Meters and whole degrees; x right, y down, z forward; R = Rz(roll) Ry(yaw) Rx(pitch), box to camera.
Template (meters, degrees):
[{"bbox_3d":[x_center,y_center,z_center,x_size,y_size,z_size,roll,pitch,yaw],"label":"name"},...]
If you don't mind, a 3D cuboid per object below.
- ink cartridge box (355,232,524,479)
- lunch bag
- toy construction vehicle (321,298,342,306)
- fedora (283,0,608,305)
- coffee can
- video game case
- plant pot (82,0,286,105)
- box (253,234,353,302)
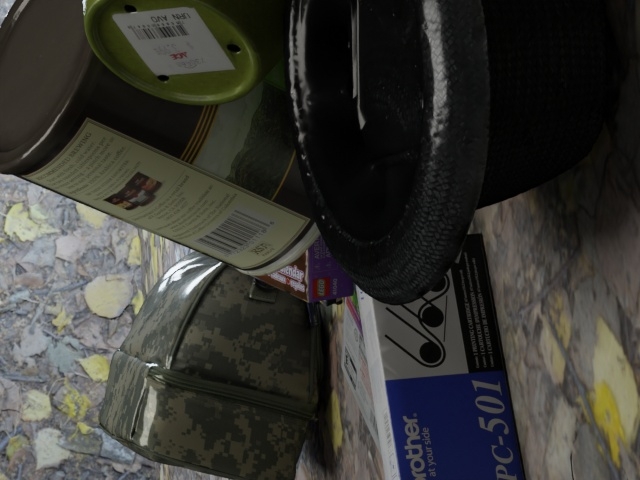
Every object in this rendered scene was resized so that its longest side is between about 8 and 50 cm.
[{"bbox_3d":[0.089,0.100,1.305,0.046,0.097,0.207,117,147,-67],"label":"ink cartridge box"},{"bbox_3d":[-0.116,0.133,1.982,0.305,0.212,0.256,-177,100,-75],"label":"lunch bag"},{"bbox_3d":[-0.006,0.025,1.782,0.098,0.035,0.086,38,141,42],"label":"toy construction vehicle"},{"bbox_3d":[0.088,-0.113,1.115,0.334,0.152,0.334,176,90,-73],"label":"fedora"},{"bbox_3d":[-0.134,-0.106,1.489,0.201,0.275,0.202,-30,48,40],"label":"coffee can"},{"bbox_3d":[0.055,0.091,1.625,0.201,0.023,0.183,-115,25,-61],"label":"video game case"},{"bbox_3d":[-0.076,-0.261,1.321,0.275,0.274,0.294,109,178,-60],"label":"plant pot"},{"bbox_3d":[-0.065,-0.069,1.743,0.293,0.057,0.201,21,115,56],"label":"box"}]
